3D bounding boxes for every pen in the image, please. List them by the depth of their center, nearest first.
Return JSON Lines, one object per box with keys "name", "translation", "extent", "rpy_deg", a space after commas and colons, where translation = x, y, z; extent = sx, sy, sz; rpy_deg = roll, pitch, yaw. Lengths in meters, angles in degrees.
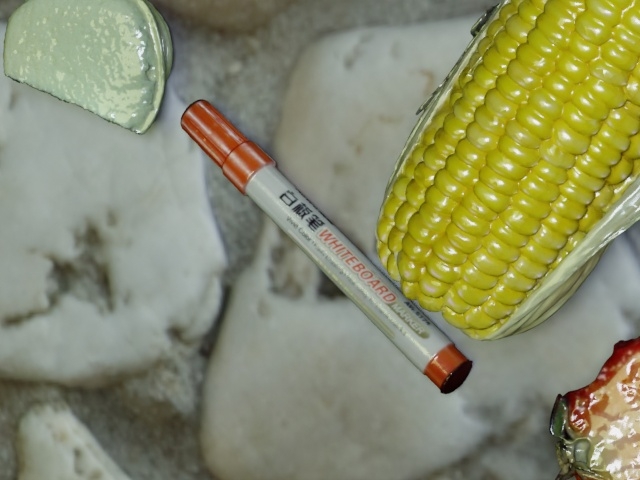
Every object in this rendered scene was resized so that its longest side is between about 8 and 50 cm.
{"name": "pen", "translation": [0.000, 0.000, 0.961], "extent": [0.239, 0.028, 0.028], "rpy_deg": [45, 116, 21]}

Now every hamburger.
{"name": "hamburger", "translation": [-0.139, -0.125, 1.027], "extent": [0.121, 0.054, 0.084], "rpy_deg": [28, 104, 25]}

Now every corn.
{"name": "corn", "translation": [0.140, -0.086, 0.821], "extent": [0.305, 0.122, 0.123], "rpy_deg": [-54, 24, 21]}

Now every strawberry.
{"name": "strawberry", "translation": [0.190, 0.096, 0.839], "extent": [0.152, 0.048, 0.104], "rpy_deg": [-19, 77, 18]}
